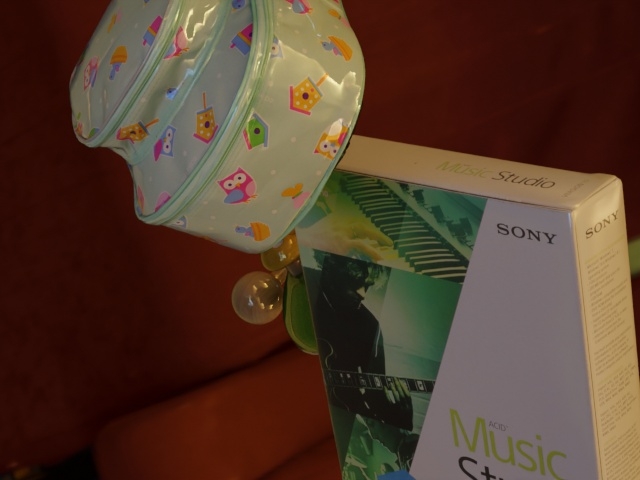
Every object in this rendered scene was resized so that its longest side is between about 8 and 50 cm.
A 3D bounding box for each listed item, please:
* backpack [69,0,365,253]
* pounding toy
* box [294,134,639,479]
[{"bbox_3d":[-0.059,-0.090,0.916,0.144,0.166,0.188,19,29,-34],"label":"backpack"},{"bbox_3d":[0.000,0.000,1.459,0.110,0.237,0.183,47,71,-23],"label":"pounding toy"},{"bbox_3d":[0.098,0.096,1.023,0.058,0.232,0.322,-30,121,-40],"label":"box"}]
